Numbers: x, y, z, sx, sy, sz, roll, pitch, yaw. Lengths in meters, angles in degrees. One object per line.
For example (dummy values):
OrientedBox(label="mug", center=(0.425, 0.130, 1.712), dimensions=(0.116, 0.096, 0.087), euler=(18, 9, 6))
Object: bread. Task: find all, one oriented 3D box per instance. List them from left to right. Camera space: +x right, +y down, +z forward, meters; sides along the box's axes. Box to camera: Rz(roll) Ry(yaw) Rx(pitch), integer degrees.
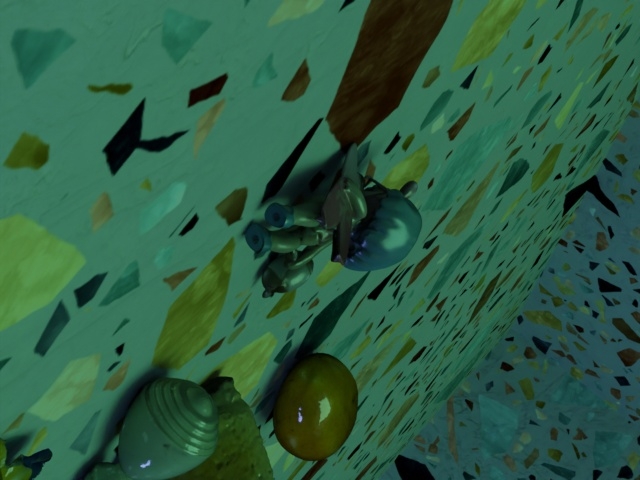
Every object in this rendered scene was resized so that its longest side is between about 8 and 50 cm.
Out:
OrientedBox(label="bread", center=(-0.167, 0.321, 1.330), dimensions=(0.204, 0.162, 0.262), euler=(-19, 132, -43))

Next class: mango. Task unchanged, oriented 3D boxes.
OrientedBox(label="mango", center=(-0.008, 0.260, 1.681), dimensions=(0.154, 0.126, 0.252), euler=(-57, 167, -23))

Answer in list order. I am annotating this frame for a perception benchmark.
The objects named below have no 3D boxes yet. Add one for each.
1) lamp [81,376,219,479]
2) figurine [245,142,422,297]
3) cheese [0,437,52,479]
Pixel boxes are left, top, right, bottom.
OrientedBox(label="lamp", center=(-0.190, 0.231, 1.182), dimensions=(0.193, 0.106, 0.106), euler=(-45, 166, 14))
OrientedBox(label="figurine", center=(0.011, 0.003, 1.211), dimensions=(0.260, 0.103, 0.205), euler=(-5, 131, -55))
OrientedBox(label="cheese", center=(-0.307, 0.228, 0.891), dimensions=(0.177, 0.069, 0.270), euler=(-52, 167, 8))
